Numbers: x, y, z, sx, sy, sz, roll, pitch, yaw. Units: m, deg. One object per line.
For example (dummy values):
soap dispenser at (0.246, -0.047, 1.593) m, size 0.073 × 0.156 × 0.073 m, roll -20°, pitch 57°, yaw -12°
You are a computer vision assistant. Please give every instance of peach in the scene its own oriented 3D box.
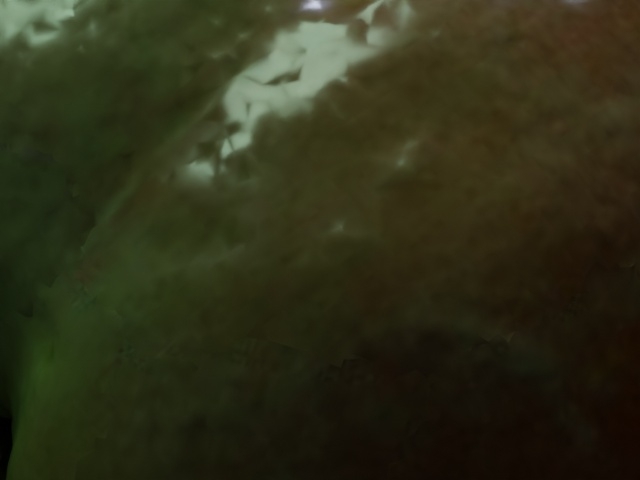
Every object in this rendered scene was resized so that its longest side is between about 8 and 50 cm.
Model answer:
peach at (0.000, 0.000, 0.446) m, size 0.252 × 0.252 × 0.252 m, roll -26°, pitch 16°, yaw 8°
